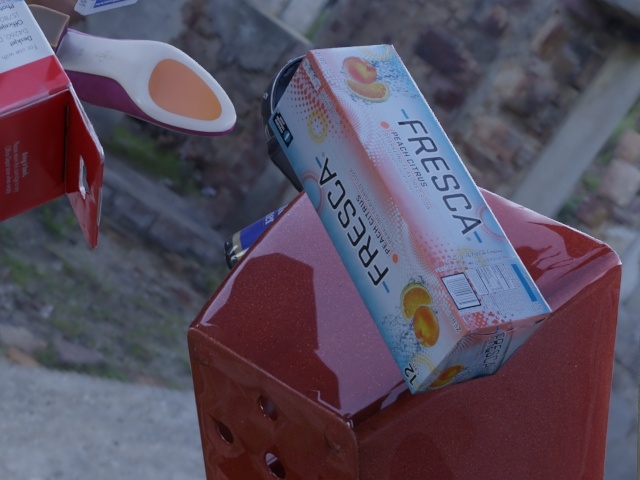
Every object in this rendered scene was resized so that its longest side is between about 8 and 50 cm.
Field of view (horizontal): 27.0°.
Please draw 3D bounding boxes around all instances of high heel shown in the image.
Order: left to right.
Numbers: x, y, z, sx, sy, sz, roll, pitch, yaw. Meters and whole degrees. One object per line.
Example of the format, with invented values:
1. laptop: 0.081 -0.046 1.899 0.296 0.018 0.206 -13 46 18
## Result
1. high heel: -0.204 -0.155 1.363 0.244 0.082 0.117 20 -20 -5

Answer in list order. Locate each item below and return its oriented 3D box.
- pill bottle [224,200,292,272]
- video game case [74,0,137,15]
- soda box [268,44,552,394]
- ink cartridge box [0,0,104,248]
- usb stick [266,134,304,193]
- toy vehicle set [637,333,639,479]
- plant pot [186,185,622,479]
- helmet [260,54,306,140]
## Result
1. pill bottle: 0.000 0.000 1.661 0.123 0.219 0.123 56 13 -20
2. video game case: -0.139 -0.229 1.007 0.011 0.122 0.087 34 24 8
3. soda box: 0.042 -0.015 0.691 0.058 0.063 0.183 -8 59 -34
4. ink cartridge box: -0.218 -0.101 0.826 0.231 0.078 0.134 59 -22 18
5. usb stick: 0.054 -0.021 1.445 0.278 0.077 0.045 48 15 -6
6. toy vehicle set: 0.206 -0.018 0.680 0.035 0.267 0.166 11 35 27
7. plant pot: 0.048 0.117 1.036 0.236 0.267 0.267 -30 41 -35
8. helmet: 0.010 -0.158 1.685 0.162 0.169 0.169 1 -9 28
